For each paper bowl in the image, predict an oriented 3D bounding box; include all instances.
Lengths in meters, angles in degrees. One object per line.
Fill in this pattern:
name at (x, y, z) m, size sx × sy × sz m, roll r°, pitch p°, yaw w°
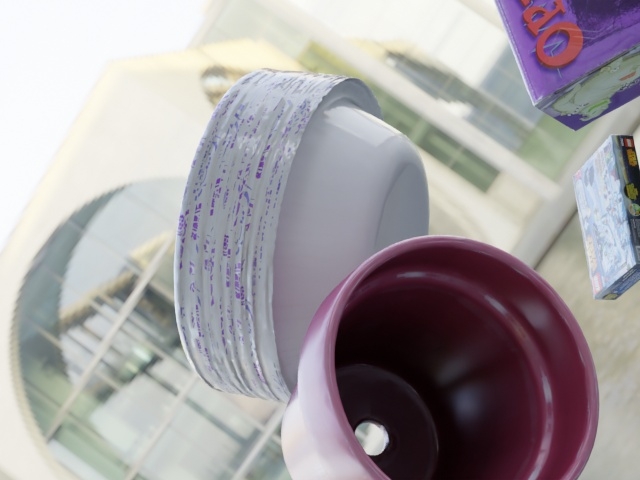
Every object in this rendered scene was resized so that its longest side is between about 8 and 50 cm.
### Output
paper bowl at (0.000, 0.000, 1.109) m, size 0.284 × 0.148 × 0.284 m, roll 8°, pitch -90°, yaw -69°

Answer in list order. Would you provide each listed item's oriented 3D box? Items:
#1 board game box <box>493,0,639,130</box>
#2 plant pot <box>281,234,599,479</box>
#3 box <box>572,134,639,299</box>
board game box at (0.132, -0.245, 0.564) m, size 0.208 × 0.347 × 0.056 m, roll -27°, pitch -26°, yaw 24°
plant pot at (0.062, 0.120, 0.910) m, size 0.201 × 0.201 × 0.180 m, roll -51°, pitch 2°, yaw -33°
box at (0.285, -0.022, 1.266) m, size 0.094 × 0.027 × 0.137 m, roll 122°, pitch 146°, yaw -63°
